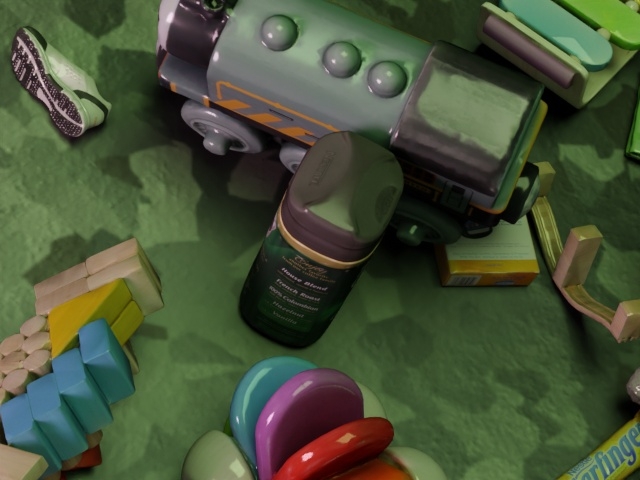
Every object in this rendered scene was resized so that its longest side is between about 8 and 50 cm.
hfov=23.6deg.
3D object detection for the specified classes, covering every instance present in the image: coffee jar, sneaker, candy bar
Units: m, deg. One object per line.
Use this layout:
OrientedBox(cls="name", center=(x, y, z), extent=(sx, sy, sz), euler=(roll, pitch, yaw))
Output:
OrientedBox(cls="coffee jar", center=(0.000, 0.000, 1.153), extent=(0.079, 0.184, 0.096), euler=(27, 58, 0))
OrientedBox(cls="sneaker", center=(-0.214, -0.132, 1.259), extent=(0.044, 0.040, 0.109), euler=(-24, 73, -44))
OrientedBox(cls="candy bar", center=(0.219, 0.185, 1.211), extent=(0.161, 0.018, 0.040), euler=(-30, 73, -30))

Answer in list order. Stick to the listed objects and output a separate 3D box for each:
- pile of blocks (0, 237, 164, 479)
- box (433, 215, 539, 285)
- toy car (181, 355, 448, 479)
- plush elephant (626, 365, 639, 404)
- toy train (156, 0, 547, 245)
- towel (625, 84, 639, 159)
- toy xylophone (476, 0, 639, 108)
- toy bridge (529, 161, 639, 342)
OrientedBox(cls="pile of blocks", center=(-0.201, 0.159, 1.035), extent=(0.149, 0.113, 0.362), euler=(11, 48, 41))
OrientedBox(cls="box", center=(0.132, -0.026, 1.303), extent=(0.081, 0.028, 0.136), euler=(0, 58, -16))
OrientedBox(cls="toy car", center=(-0.003, 0.154, 1.077), extent=(0.159, 0.136, 0.182), euler=(-21, 46, -25))
OrientedBox(cls="plush elephant", center=(0.360, 0.116, 1.170), extent=(0.255, 0.272, 0.330), euler=(-35, 43, 1))
OrientedBox(cls="toy train", center=(0.023, -0.112, 1.199), extent=(0.334, 0.190, 0.142), euler=(25, 76, 5))
OrientedBox(cls="towel", center=(0.360, -0.093, 1.417), extent=(0.152, 0.023, 0.113), euler=(20, 55, -2))
OrientedBox(cls="toy xylophone", center=(0.293, -0.224, 1.422), extent=(0.236, 0.081, 0.323), euler=(30, 56, 10))
OrientedBox(cls="toy bridge", center=(0.213, 0.015, 1.279), extent=(0.026, 0.063, 0.188), euler=(-10, 47, -21))
